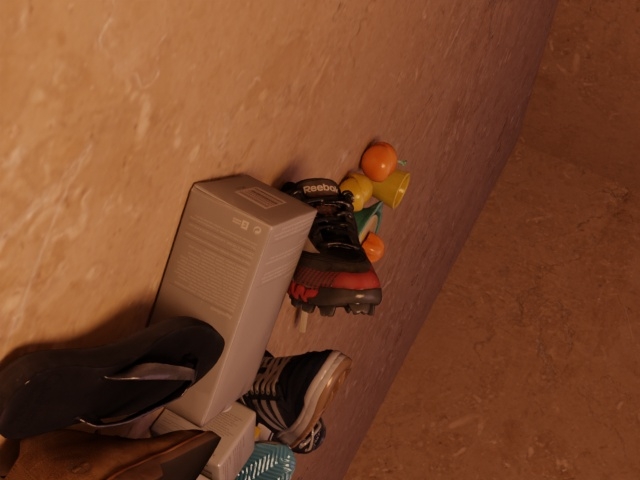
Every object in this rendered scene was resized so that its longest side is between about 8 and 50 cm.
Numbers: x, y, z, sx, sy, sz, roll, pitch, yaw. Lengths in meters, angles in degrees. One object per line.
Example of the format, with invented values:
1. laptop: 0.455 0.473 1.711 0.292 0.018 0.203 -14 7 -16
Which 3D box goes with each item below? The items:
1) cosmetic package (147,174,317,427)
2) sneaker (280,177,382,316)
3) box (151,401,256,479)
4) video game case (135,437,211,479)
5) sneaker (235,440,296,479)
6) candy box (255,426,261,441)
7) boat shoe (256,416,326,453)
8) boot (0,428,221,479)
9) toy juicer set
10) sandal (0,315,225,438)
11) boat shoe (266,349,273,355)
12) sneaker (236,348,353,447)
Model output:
1. cosmetic package: -0.102 0.061 0.937 0.237 0.107 0.127 -66 165 17
2. sneaker: -0.001 0.000 1.035 0.276 0.098 0.135 -138 -126 -66
3. box: -0.142 0.245 1.094 0.087 0.102 0.101 -53 161 -36
4. video game case: -0.127 0.381 0.949 0.248 0.035 0.274 44 27 -40
5. sneaker: -0.132 0.333 1.194 0.229 0.087 0.092 -31 175 11
6. candy box: -0.162 0.402 1.442 0.206 0.027 0.105 -51 163 -44
7. boat shoe: -0.043 0.341 1.616 0.108 0.102 0.301 -62 166 -13
8. boot: -0.184 0.210 0.840 0.112 0.115 0.305 -60 166 1
9. toy juicer set: 0.059 -0.008 1.427 0.329 0.090 0.209 -60 165 -17
10. sandal: -0.171 0.129 0.771 0.255 0.054 0.097 -10 132 -57
11. boat shoe: -0.119 0.244 1.278 0.063 0.066 0.184 90 19 -58
12. sneaker: -0.060 0.171 1.111 0.099 0.153 0.282 -52 175 -25
